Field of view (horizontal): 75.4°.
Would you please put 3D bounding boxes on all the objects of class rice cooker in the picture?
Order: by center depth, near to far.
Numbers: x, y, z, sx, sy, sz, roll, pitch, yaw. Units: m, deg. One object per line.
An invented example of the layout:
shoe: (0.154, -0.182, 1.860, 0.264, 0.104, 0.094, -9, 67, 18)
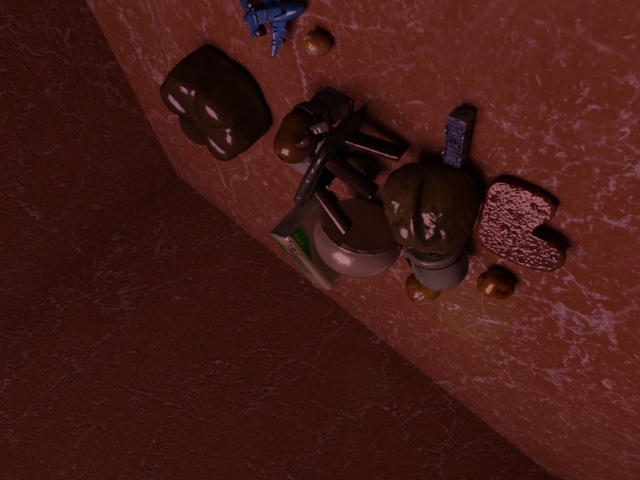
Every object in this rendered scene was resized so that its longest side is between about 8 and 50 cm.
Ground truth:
rice cooker: (0.431, 0.048, 1.540, 0.226, 0.226, 0.244, 26, 159, 38)

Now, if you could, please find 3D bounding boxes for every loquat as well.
loquat: (0.650, 0.166, 1.533, 0.137, 0.113, 0.137, 15, 152, 8)

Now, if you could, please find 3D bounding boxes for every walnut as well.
walnut: (0.340, -0.105, 1.296, 0.282, 0.253, 0.277, 31, 136, 57)

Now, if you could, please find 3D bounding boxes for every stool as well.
stool: (0.097, -0.225, 1.385, 0.226, 0.310, 0.310, 36, 144, 1)

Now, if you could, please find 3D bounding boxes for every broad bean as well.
broad bean: (0.140, -0.272, 1.599, 0.174, 0.082, 0.124, 30, 156, 34)

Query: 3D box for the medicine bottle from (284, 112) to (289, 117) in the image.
medicine bottle: (-0.098, -0.468, 1.666, 0.091, 0.058, 0.058, 36, 161, 16)

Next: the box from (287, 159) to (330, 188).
box: (-0.073, -0.344, 1.922, 0.285, 0.044, 0.142, 35, 163, 17)

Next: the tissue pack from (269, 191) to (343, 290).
tissue pack: (0.000, 0.000, 2.092, 0.205, 0.332, 0.405, 18, 151, 53)

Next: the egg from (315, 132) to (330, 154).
egg: (-0.021, -0.383, 1.604, 0.164, 0.131, 0.131, -5, 132, 48)

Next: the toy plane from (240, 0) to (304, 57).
toy plane: (-0.153, -0.681, 1.246, 0.271, 0.105, 0.254, 28, 143, 46)

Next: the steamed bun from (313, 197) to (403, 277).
steamed bun: (0.152, 0.006, 1.733, 0.374, 0.374, 0.241, 34, 140, 22)

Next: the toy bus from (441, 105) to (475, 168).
toy bus: (0.377, -0.277, 1.130, 0.064, 0.075, 0.190, 33, 161, 27)

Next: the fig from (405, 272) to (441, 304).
fig: (0.511, 0.208, 1.896, 0.159, 0.159, 0.257, 47, 143, -17)

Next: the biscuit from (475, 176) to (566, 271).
biscuit: (0.596, -0.045, 1.206, 0.262, 0.052, 0.277, 22, 139, 28)

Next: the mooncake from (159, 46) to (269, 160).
mooncake: (-0.459, -0.580, 1.821, 0.467, 0.262, 0.467, 35, 158, 16)

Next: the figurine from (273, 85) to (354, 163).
figurine: (-0.045, -0.379, 1.412, 0.167, 0.285, 0.342, 44, 160, -1)

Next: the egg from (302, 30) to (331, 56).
egg: (-0.009, -0.579, 1.224, 0.083, 0.071, 0.071, 31, 159, 18)
